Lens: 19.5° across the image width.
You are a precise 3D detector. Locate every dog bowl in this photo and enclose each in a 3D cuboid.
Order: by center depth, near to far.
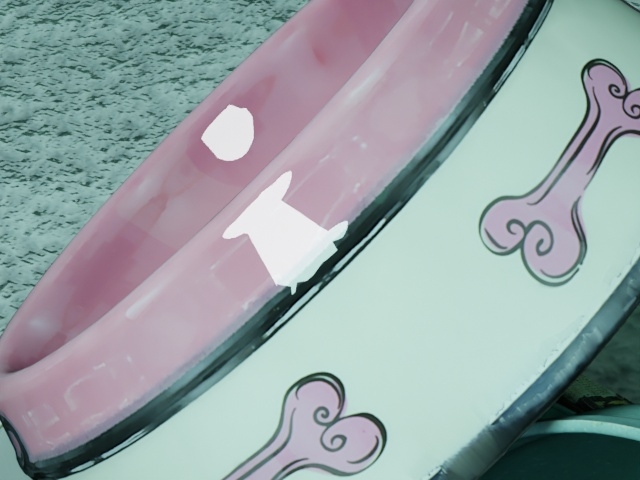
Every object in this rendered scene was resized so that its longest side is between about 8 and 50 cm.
[{"bbox_3d":[0.000,0.000,0.932,0.408,0.150,0.408,-42,13,12],"label":"dog bowl"}]

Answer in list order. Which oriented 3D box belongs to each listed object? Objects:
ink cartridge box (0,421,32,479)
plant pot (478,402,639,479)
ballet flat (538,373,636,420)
[{"bbox_3d":[-0.249,0.117,1.085,0.218,0.158,0.092,25,52,32],"label":"ink cartridge box"},{"bbox_3d":[0.184,0.202,0.851,0.293,0.293,0.196,25,24,33],"label":"plant pot"},{"bbox_3d":[0.137,0.096,1.125,0.070,0.070,0.188,-32,48,-24],"label":"ballet flat"}]
